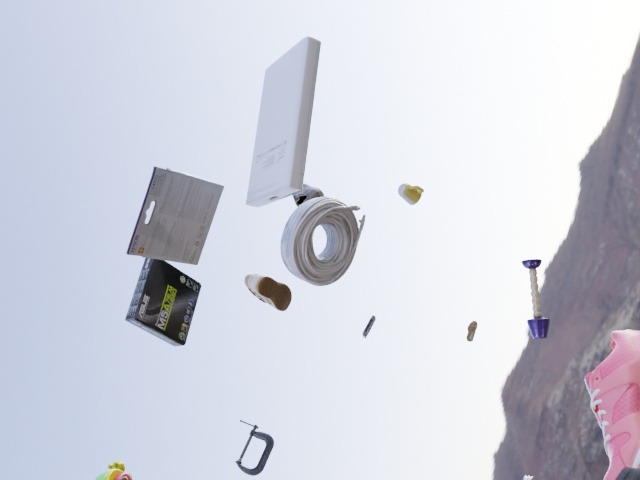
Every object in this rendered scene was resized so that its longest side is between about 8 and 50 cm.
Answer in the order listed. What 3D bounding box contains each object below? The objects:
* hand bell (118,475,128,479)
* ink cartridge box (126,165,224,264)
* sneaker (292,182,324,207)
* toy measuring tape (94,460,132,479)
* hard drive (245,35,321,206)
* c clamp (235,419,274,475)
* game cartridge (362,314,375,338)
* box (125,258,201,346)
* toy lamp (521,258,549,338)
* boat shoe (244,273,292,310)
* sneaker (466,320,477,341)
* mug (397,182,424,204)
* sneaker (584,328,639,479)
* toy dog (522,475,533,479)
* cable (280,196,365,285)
[{"bbox_3d":[-0.434,0.676,1.552,0.126,0.126,0.242,-10,-99,-63],"label":"hand bell"},{"bbox_3d":[-0.359,-0.059,1.608,0.224,0.045,0.223,14,-82,-52],"label":"ink cartridge box"},{"bbox_3d":[-0.058,-0.136,2.057,0.071,0.188,0.066,-26,-76,-22],"label":"sneaker"},{"bbox_3d":[-0.596,0.761,1.866,0.330,0.121,0.121,-103,8,-53],"label":"toy measuring tape"},{"bbox_3d":[-0.090,-0.268,1.547,0.047,0.233,0.353,13,-103,-28],"label":"hard drive"},{"bbox_3d":[-0.220,0.666,2.110,0.022,0.137,0.160,78,-153,-53],"label":"c clamp"},{"bbox_3d":[0.175,0.311,2.379,0.083,0.017,0.056,-59,-19,-15],"label":"game cartridge"},{"bbox_3d":[-0.415,0.162,1.766,0.184,0.045,0.190,43,-133,-43],"label":"box"},{"bbox_3d":[0.752,0.204,2.304,0.080,0.080,0.274,21,-116,-66],"label":"toy lamp"},{"bbox_3d":[-0.122,0.116,1.550,0.063,0.059,0.170,-62,-31,-14],"label":"boat shoe"},{"bbox_3d":[0.526,0.310,2.300,0.037,0.032,0.083,-44,-31,-61],"label":"sneaker"},{"bbox_3d":[0.289,-0.160,2.135,0.064,0.062,0.078,28,-60,-31],"label":"mug"},{"bbox_3d":[0.468,0.265,1.021,0.314,0.136,0.116,-52,-41,-31],"label":"sneaker"},{"bbox_3d":[0.654,0.896,1.989,0.334,0.161,0.220,-44,-33,-58],"label":"toy dog"},{"bbox_3d":[0.000,0.000,1.898,0.257,0.089,0.257,14,-90,-42],"label":"cable"}]
